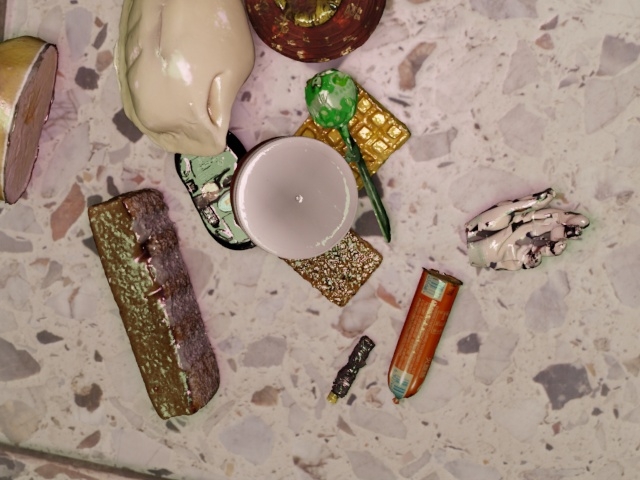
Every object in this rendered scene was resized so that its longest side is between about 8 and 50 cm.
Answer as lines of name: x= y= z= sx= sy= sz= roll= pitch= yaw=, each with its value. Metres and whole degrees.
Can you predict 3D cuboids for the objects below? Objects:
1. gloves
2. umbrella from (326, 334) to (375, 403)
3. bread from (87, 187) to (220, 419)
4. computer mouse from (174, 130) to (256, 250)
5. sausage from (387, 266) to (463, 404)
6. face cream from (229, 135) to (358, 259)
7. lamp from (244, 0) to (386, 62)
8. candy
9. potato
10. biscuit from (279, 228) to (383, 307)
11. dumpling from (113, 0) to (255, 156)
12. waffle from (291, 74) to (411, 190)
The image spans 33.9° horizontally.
gloves: x=0.362 y=-0.013 z=1.839 sx=0.212 sy=0.111 sz=0.128 roll=-8 pitch=75 yaw=11
umbrella: x=0.056 y=0.242 z=1.955 sx=0.037 sy=0.040 sz=0.144 roll=28 pitch=104 yaw=-8
bread: x=-0.294 y=0.113 z=1.909 sx=0.113 sy=0.165 sz=0.417 roll=-15 pitch=99 yaw=15
computer mouse: x=-0.166 y=-0.095 z=1.888 sx=0.137 sy=0.096 sz=0.233 roll=-28 pitch=94 yaw=3
sausage: x=0.178 y=0.181 z=1.912 sx=0.083 sy=0.083 sz=0.264 roll=20 pitch=104 yaw=3
face cream: x=-0.049 y=-0.075 z=1.754 sx=0.201 sy=0.187 sz=0.201 roll=-1 pitch=95 yaw=-8
lamp: x=-0.011 y=-0.412 z=1.746 sx=0.247 sy=0.247 sz=0.247 roll=1 pitch=101 yaw=6
candy: x=0.062 y=-0.140 z=1.810 sx=0.097 sy=0.097 sz=0.323 roll=-21 pitch=104 yaw=10
potato: x=-0.591 y=-0.228 z=1.836 sx=0.196 sy=0.246 sz=0.300 roll=18 pitch=100 yaw=-5
biscuit: x=-0.011 y=0.005 z=1.924 sx=0.237 sy=0.026 sz=0.131 roll=40 pitch=101 yaw=-3
dumpling: x=-0.265 y=-0.333 z=1.795 sx=0.315 sy=0.233 sz=0.395 roll=-4 pitch=93 yaw=39
waffle: x=0.037 y=-0.165 z=1.870 sx=0.160 sy=0.055 sz=0.211 roll=41 pitch=102 yaw=-1
